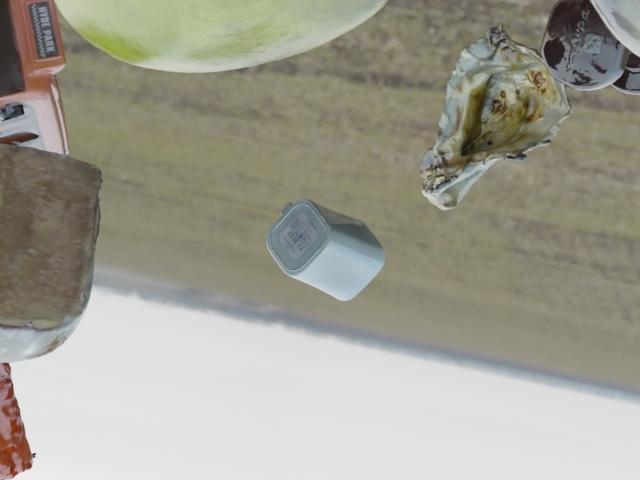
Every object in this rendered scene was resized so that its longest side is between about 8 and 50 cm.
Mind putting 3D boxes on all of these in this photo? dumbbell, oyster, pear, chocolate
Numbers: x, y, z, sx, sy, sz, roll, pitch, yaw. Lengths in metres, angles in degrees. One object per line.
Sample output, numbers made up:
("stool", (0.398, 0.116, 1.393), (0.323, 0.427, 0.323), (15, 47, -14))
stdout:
("dumbbell", (0.416, -0.277, 2.012), (0.124, 0.140, 0.225), (22, -164, 34))
("oyster", (0.251, -0.162, 2.153), (0.133, 0.337, 0.197), (-2, -129, -41))
("pear", (-0.073, -0.234, 0.974), (0.253, 0.253, 0.307), (15, -174, -34))
("chocolate", (-0.307, 0.011, 1.352), (0.185, 0.100, 0.303), (10, -145, -10))

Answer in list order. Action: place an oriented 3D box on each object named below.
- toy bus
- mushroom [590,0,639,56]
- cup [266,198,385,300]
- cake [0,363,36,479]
("toy bus", (-0.457, -0.205, 1.919), (0.233, 0.203, 0.427), (-11, 171, -9))
("mushroom", (0.313, -0.244, 1.086), (0.255, 0.254, 0.184), (14, -177, -32))
("cup", (0.000, 0.000, 1.847), (0.129, 0.095, 0.128), (25, -156, -53))
("cake", (-0.510, 0.157, 1.621), (0.270, 0.269, 0.319), (-22, -160, -30))
